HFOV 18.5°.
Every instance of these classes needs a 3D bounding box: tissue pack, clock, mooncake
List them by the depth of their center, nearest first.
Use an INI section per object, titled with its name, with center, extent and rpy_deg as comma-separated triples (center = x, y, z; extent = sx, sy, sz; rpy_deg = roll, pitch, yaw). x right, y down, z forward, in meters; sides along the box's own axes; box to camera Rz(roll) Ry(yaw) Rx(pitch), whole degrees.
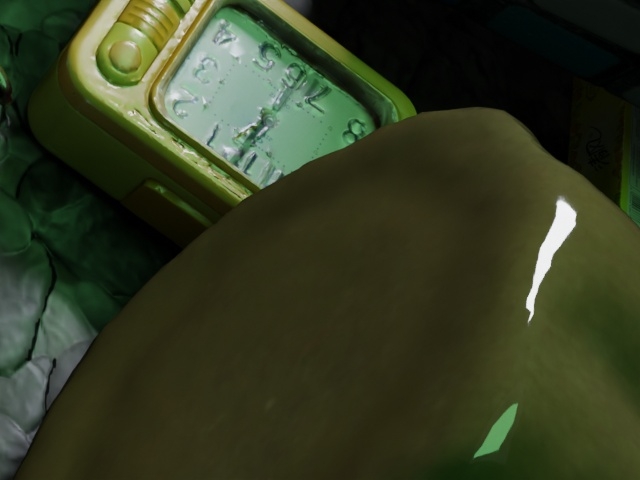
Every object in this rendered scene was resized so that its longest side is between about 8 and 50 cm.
[mooncake]
center = 0.025, 0.125, 0.955
extent = 0.201, 0.378, 0.378
rpy_deg = 46, 45, -25
[clock]
center = -0.056, -0.072, 1.156
extent = 0.202, 0.096, 0.143
rpy_deg = 36, 56, -12
[tissue pack]
center = 0.232, -0.045, 1.433
extent = 0.095, 0.062, 0.176
rpy_deg = 29, 50, -28

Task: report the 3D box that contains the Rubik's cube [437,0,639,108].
[Rubik's cube]
center = 0.245, -0.290, 1.258
extent = 0.363, 0.359, 0.362
rpy_deg = 22, 85, -6

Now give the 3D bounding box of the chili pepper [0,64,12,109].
[chili pepper]
center = -0.335, -0.148, 1.002
extent = 0.368, 0.092, 0.137
rpy_deg = 4, 75, -30
